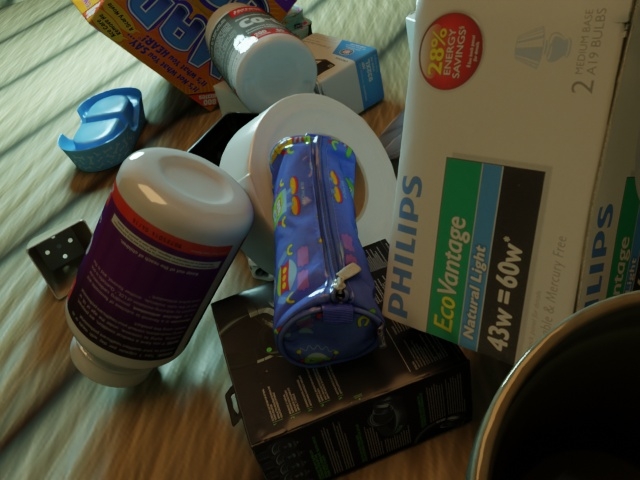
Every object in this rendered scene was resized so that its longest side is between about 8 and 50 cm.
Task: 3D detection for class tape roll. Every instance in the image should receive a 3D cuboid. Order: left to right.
[{"bbox_3d":[-0.013,-0.078,0.982,0.100,0.286,0.286,-20,23,50],"label":"tape roll"}]

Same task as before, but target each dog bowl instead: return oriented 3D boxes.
[{"bbox_3d":[-0.514,-0.269,1.523,0.166,0.074,0.297,-8,40,7],"label":"dog bowl"}]

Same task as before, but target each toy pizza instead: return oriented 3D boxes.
[{"bbox_3d":[0.189,-0.222,1.244,0.201,0.032,0.201,-38,22,18],"label":"toy pizza"}]

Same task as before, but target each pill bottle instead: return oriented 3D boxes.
[{"bbox_3d":[-0.233,0.047,0.865,0.181,0.323,0.181,26,26,-13],"label":"pill bottle"},{"bbox_3d":[-0.130,-0.371,1.260,0.161,0.161,0.283,-23,41,-11],"label":"pill bottle"}]

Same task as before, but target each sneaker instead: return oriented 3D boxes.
[{"bbox_3d":[-0.103,0.027,1.068,0.061,0.053,0.152,-39,46,-24],"label":"sneaker"}]

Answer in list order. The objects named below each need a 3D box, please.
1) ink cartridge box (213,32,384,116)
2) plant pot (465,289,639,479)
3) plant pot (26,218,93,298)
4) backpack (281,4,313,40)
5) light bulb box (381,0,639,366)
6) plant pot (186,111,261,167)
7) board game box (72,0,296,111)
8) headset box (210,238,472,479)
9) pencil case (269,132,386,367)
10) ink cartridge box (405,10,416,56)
[{"bbox_3d":[-0.047,-0.333,1.419,0.307,0.129,0.223,-35,44,-24],"label":"ink cartridge box"},{"bbox_3d":[0.259,0.237,0.497,0.323,0.280,0.323,-1,62,2],"label":"plant pot"},{"bbox_3d":[-0.463,0.022,1.144,0.109,0.109,0.096,-33,31,-22],"label":"plant pot"},{"bbox_3d":[-0.131,-0.564,1.713,0.188,0.144,0.166,-33,49,-18],"label":"backpack"},{"bbox_3d":[0.283,-0.073,0.724,0.361,0.358,0.225,-8,18,-44],"label":"light bulb box"},{"bbox_3d":[-0.118,-0.110,1.146,0.188,0.167,0.187,10,44,25],"label":"plant pot"},{"bbox_3d":[-0.351,-0.611,1.558,0.356,0.356,0.356,-50,42,7],"label":"board game box"},{"bbox_3d":[0.010,0.158,0.816,0.283,0.131,0.246,-20,40,-8],"label":"headset box"},{"bbox_3d":[0.000,0.000,0.765,0.119,0.133,0.306,5,50,-14],"label":"pencil case"},{"bbox_3d":[0.362,-0.482,1.491,0.197,0.114,0.273,-29,42,-16],"label":"ink cartridge box"}]
